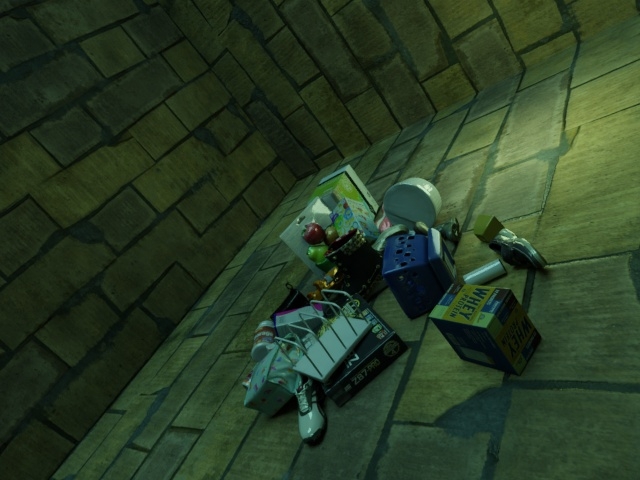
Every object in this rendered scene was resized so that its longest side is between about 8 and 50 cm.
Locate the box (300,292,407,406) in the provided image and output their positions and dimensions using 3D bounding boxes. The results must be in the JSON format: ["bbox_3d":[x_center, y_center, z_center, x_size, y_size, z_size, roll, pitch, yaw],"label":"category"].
[{"bbox_3d":[0.108,0.391,1.692,0.318,0.097,0.395,-41,21,-1],"label":"box"}]

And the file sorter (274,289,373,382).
[{"bbox_3d":[0.007,0.324,1.588,0.277,0.173,0.192,-43,21,-28],"label":"file sorter"}]

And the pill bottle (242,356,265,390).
[{"bbox_3d":[-0.262,0.586,1.939,0.086,0.086,0.152,-11,33,53],"label":"pill bottle"}]

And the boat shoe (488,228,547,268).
[{"bbox_3d":[0.651,0.041,1.496,0.092,0.103,0.285,-41,16,10],"label":"boat shoe"}]

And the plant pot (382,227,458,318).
[{"bbox_3d":[0.376,0.108,1.649,0.212,0.236,0.236,-21,27,24],"label":"plant pot"}]

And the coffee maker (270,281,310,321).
[{"bbox_3d":[-0.161,0.332,2.184,0.178,0.171,0.120,-48,-6,-30],"label":"coffee maker"}]

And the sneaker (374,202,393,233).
[{"bbox_3d":[0.385,-0.118,2.326,0.136,0.116,0.314,-6,44,40],"label":"sneaker"}]

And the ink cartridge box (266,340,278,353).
[{"bbox_3d":[-0.159,0.476,1.973,0.135,0.056,0.099,-22,13,-21],"label":"ink cartridge box"}]

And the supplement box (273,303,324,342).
[{"bbox_3d":[-0.084,0.366,1.951,0.219,0.114,0.111,-14,22,2],"label":"supplement box"}]

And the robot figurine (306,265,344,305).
[{"bbox_3d":[0.064,0.180,2.102,0.291,0.085,0.211,-38,-16,-42],"label":"robot figurine"}]

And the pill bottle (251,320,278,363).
[{"bbox_3d":[-0.258,0.476,2.115,0.121,0.121,0.216,-35,20,11],"label":"pill bottle"}]

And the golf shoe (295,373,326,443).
[{"bbox_3d":[-0.049,0.571,1.551,0.105,0.120,0.273,-32,22,15],"label":"golf shoe"}]

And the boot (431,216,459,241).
[{"bbox_3d":[0.490,-0.016,1.929,0.208,0.076,0.189,-20,12,27],"label":"boot"}]

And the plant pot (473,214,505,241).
[{"bbox_3d":[0.639,-0.042,1.722,0.083,0.081,0.081,-53,22,-8],"label":"plant pot"}]

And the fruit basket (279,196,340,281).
[{"bbox_3d":[0.000,0.000,2.358,0.327,0.353,0.165,-50,8,-26],"label":"fruit basket"}]

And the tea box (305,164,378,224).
[{"bbox_3d":[0.132,-0.194,2.569,0.219,0.329,0.324,-23,26,36],"label":"tea box"}]

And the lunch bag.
[{"bbox_3d":[-0.170,0.514,1.748,0.223,0.160,0.262,-53,13,34],"label":"lunch bag"}]

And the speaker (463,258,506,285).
[{"bbox_3d":[0.564,0.116,1.541,0.136,0.055,0.055,-31,21,21],"label":"speaker"}]

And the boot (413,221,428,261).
[{"bbox_3d":[0.373,0.044,1.795,0.206,0.248,0.090,-37,50,13],"label":"boot"}]

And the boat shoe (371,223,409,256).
[{"bbox_3d":[0.295,0.043,2.109,0.302,0.109,0.098,-38,24,21],"label":"boat shoe"}]

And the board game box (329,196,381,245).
[{"bbox_3d":[0.179,-0.063,2.252,0.142,0.144,0.275,-50,45,29],"label":"board game box"}]

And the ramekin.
[{"bbox_3d":[0.439,-0.168,2.093,0.272,0.273,0.127,-16,18,47],"label":"ramekin"}]

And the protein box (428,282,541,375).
[{"bbox_3d":[0.456,0.241,1.248,0.136,0.200,0.201,-48,22,-22],"label":"protein box"}]

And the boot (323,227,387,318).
[{"bbox_3d":[0.112,0.152,1.920,0.377,0.284,0.138,-38,20,5],"label":"boot"}]
